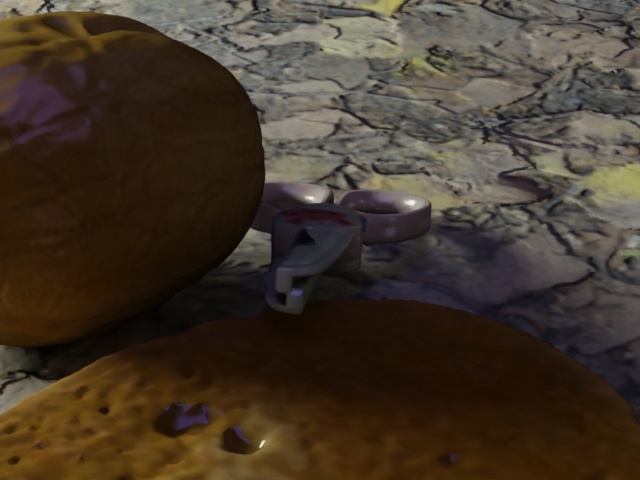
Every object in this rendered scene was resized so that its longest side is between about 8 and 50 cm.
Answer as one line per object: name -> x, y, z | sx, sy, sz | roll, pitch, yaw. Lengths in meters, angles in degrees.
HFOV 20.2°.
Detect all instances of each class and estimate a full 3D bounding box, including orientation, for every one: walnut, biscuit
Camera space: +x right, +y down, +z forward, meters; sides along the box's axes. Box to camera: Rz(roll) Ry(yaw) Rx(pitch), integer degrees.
walnut -> -0.141, -0.034, 0.987 | 0.226, 0.193, 0.193 | -16, 34, -43
biscuit -> 0.005, 0.148, 0.792 | 0.385, 0.062, 0.365 | -21, 36, -37

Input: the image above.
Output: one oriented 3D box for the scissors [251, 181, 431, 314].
scissors -> 0.000, 0.000, 1.014 | 0.118, 0.030, 0.242 | 5, 12, 5
